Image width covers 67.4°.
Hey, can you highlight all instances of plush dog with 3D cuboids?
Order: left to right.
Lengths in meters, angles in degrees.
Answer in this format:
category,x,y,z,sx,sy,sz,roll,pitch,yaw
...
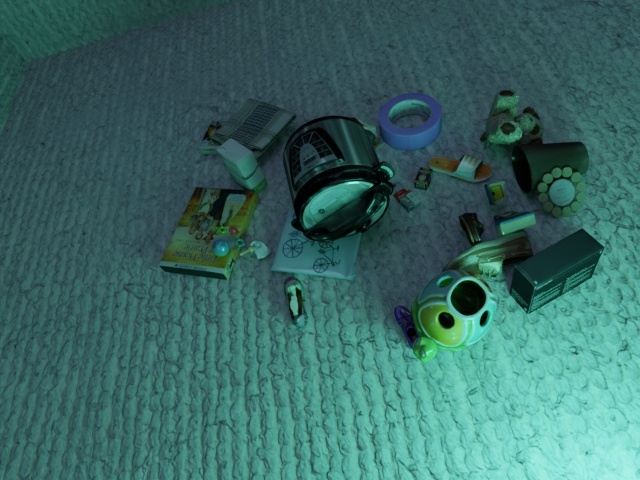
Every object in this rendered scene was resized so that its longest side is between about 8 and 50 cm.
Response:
category,x,y,z,sx,sy,sz,roll,pitch,yaw
plush dog,0.796,-0.452,1.954,0.225,0.211,0.263,10,60,-2

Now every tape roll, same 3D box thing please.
category,x,y,z,sx,sy,sz,roll,pitch,yaw
tape roll,0.400,-0.533,2.143,0.274,0.090,0.275,-6,56,9

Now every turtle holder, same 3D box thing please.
category,x,y,z,sx,sy,sz,roll,pitch,yaw
turtle holder,0.397,0.221,1.503,0.320,0.227,0.244,-17,70,-10

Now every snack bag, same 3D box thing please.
category,x,y,z,sx,sy,sz,roll,pitch,yaw
snack bag,0.000,0.000,1.910,0.342,0.037,0.323,5,58,14

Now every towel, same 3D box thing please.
category,x,y,z,sx,sy,sz,roll,pitch,yaw
towel,-0.325,-0.542,2.285,0.312,0.056,0.324,27,67,27

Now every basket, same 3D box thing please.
category,x,y,z,sx,sy,sz,roll,pitch,yaw
basket,0.876,-0.291,1.823,0.226,0.154,0.205,-10,60,3

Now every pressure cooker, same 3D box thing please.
category,x,y,z,sx,sy,sz,roll,pitch,yaw
pressure cooker,0.067,-0.208,1.792,0.375,0.370,0.421,-5,56,-14

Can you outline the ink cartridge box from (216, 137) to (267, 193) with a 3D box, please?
category,x,y,z,sx,sy,sz,roll,pitch,yaw
ink cartridge box,-0.342,-0.320,2.101,0.160,0.219,0.092,35,71,31

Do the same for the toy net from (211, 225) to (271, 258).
category,x,y,z,sx,sy,sz,roll,pitch,yaw
toy net,-0.313,0.017,1.926,0.232,0.045,0.122,12,59,-17

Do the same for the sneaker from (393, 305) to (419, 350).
category,x,y,z,sx,sy,sz,roll,pitch,yaw
sneaker,0.299,0.286,1.616,0.068,0.071,0.170,-23,53,-2

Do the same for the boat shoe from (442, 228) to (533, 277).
category,x,y,z,sx,sy,sz,roll,pitch,yaw
boat shoe,0.585,0.070,1.666,0.324,0.123,0.117,-24,68,4

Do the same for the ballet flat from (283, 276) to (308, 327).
category,x,y,z,sx,sy,sz,roll,pitch,yaw
ballet flat,-0.094,0.211,1.762,0.076,0.079,0.222,-17,54,3

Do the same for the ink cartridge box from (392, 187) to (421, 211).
category,x,y,z,sx,sy,sz,roll,pitch,yaw
ink cartridge box,0.348,-0.172,1.943,0.062,0.029,0.115,-31,55,-8

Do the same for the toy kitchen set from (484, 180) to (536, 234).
category,x,y,z,sx,sy,sz,roll,pitch,yaw
toy kitchen set,0.645,-0.123,1.710,0.122,0.207,0.166,-19,95,1

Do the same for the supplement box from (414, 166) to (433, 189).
category,x,y,z,sx,sy,sz,roll,pitch,yaw
supplement box,0.424,-0.254,1.972,0.054,0.043,0.083,13,60,24

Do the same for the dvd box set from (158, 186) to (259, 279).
category,x,y,z,sx,sy,sz,roll,pitch,yaw
dvd box set,-0.467,-0.042,2.039,0.307,0.062,0.421,6,58,18

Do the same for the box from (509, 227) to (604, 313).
category,x,y,z,sx,sy,sz,roll,pitch,yaw
box,0.760,0.102,1.557,0.261,0.184,0.103,-28,55,-6

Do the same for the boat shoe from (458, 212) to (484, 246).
category,x,y,z,sx,sy,sz,roll,pitch,yaw
boat shoe,0.556,-0.048,1.740,0.073,0.073,0.207,-13,28,11

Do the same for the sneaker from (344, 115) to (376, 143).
category,x,y,z,sx,sy,sz,roll,pitch,yaw
sneaker,0.099,-0.491,2.169,0.321,0.126,0.128,19,64,18

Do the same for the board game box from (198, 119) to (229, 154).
category,x,y,z,sx,sy,sz,roll,pitch,yaw
board game box,-0.423,-0.504,2.351,0.305,0.053,0.193,5,58,17

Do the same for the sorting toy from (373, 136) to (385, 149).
category,x,y,z,sx,sy,sz,roll,pitch,yaw
sorting toy,0.242,-0.433,2.159,0.083,0.012,0.062,-37,56,-12

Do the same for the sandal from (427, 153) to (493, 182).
category,x,y,z,sx,sy,sz,roll,pitch,yaw
sandal,0.564,-0.308,1.953,0.265,0.076,0.102,16,62,23

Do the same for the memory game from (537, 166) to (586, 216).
category,x,y,z,sx,sy,sz,roll,pitch,yaw
memory game,0.882,-0.177,1.753,0.186,0.012,0.186,0,95,-4
